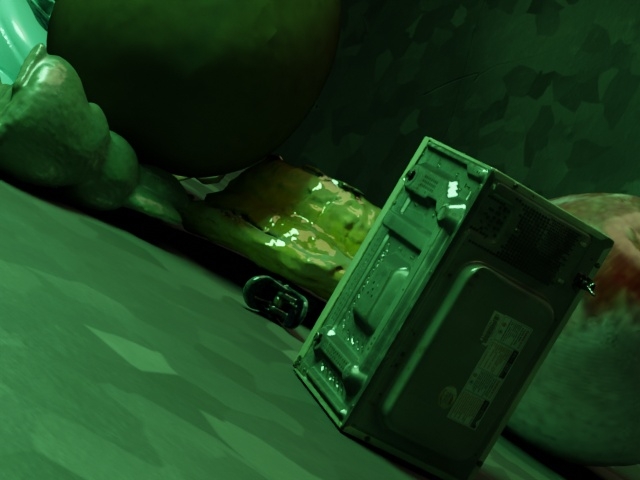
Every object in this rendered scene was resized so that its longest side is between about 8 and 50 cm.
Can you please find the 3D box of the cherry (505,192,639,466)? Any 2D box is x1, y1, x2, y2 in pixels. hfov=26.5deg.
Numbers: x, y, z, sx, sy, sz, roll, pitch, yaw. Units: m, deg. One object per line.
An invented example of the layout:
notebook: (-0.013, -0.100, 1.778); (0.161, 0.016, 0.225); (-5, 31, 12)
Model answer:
cherry: (0.300, 0.105, 1.563); (0.334, 0.291, 0.326); (-15, -63, 42)

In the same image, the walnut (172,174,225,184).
walnut: (-0.250, -0.172, 2.027); (0.204, 0.141, 0.238); (42, -17, 52)

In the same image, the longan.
longan: (-0.142, -0.251, 1.570); (0.361, 0.361, 0.361); (30, 4, -3)

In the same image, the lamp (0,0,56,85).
lamp: (-0.359, -0.230, 1.691); (0.209, 0.147, 0.284); (49, 30, -51)

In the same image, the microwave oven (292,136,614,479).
microwave oven: (0.105, 0.057, 1.148); (0.145, 0.241, 0.194); (29, 5, -18)

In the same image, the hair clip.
hair clip: (-0.035, 0.063, 1.497); (0.070, 0.039, 0.229); (29, 3, 5)

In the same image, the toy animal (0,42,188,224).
toy animal: (-0.251, -0.083, 1.427); (0.125, 0.127, 0.251); (17, -21, 51)

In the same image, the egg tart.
egg tart: (0.000, 0.000, 1.635); (0.345, 0.132, 0.345); (28, -4, 2)
